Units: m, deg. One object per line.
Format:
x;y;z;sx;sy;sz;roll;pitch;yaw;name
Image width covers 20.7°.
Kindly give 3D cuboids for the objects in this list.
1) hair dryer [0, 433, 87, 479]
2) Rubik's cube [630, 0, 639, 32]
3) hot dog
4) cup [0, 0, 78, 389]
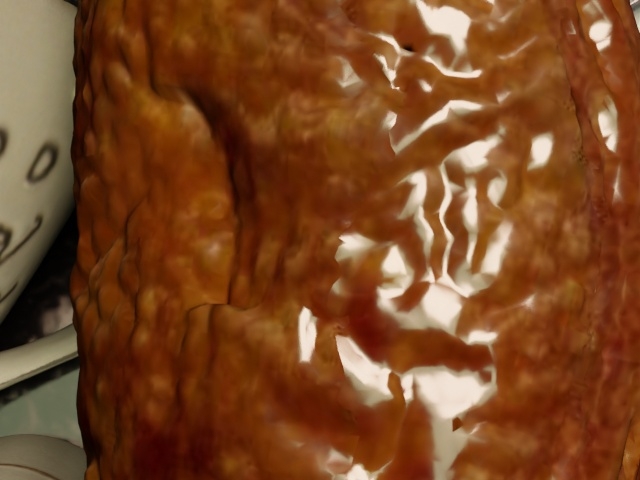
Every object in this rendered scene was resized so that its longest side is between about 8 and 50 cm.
-0.179;0.269;0.762;0.107;0.173;0.357;18;96;1;hair dryer
0.182;-0.069;0.746;0.319;0.319;0.264;-33;110;-6;Rubik's cube
0.000;0.000;0.652;0.174;0.267;0.388;1;88;-30;hot dog
-0.176;-0.007;0.789;0.258;0.186;0.234;24;91;-27;cup
